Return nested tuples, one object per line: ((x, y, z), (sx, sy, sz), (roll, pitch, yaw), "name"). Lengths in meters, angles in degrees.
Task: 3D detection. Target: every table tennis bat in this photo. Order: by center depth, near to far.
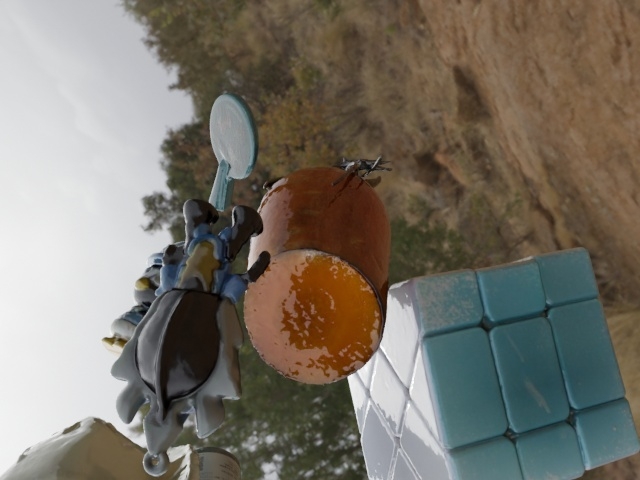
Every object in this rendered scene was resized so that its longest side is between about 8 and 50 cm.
((-0.136, -0.126, 1.042), (0.124, 0.033, 0.201), (50, 138, 32), "table tennis bat")

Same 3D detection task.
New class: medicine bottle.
((-0.235, 0.574, 1.408), (0.141, 0.141, 0.293), (58, -168, -29), "medicine bottle")

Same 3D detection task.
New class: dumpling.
((-0.362, 0.389, 1.049), (0.315, 0.394, 0.233), (-89, -14, -89), "dumpling")

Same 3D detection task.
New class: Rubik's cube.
((0.241, 0.208, 1.096), (0.319, 0.315, 0.322), (148, 113, -68), "Rubik's cube")

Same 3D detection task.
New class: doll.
((-0.091, 0.063, 0.486), (0.070, 0.095, 0.195), (66, -147, -63), "doll")
((-0.317, 0.107, 1.423), (0.177, 0.314, 0.141), (4, 137, 40), "doll")

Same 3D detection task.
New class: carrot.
((0.000, 0.000, 0.957), (0.331, 0.193, 0.214), (-80, -16, -48), "carrot")
